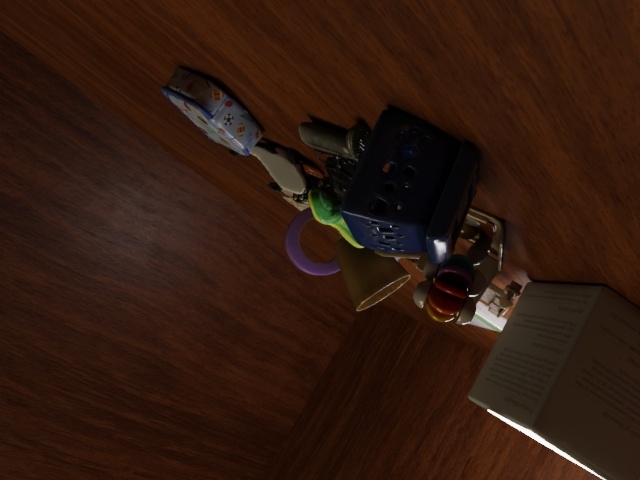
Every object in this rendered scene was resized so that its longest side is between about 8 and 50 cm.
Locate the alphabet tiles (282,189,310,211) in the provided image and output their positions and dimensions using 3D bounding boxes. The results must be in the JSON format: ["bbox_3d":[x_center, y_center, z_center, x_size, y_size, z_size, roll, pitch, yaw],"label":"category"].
[{"bbox_3d":[-0.054,-0.147,2.341,0.278,0.021,0.284,36,170,-31],"label":"alphabet tiles"}]

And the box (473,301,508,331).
[{"bbox_3d":[0.657,0.309,2.375,0.232,0.059,0.322,33,173,-12],"label":"box"}]

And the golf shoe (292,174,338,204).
[{"bbox_3d":[-0.003,-0.153,1.859,0.120,0.105,0.272,28,175,-32],"label":"golf shoe"}]

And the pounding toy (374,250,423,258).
[{"bbox_3d":[0.270,-0.020,1.773,0.154,0.155,0.269,3,-177,-3],"label":"pounding toy"}]

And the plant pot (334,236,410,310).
[{"bbox_3d":[0.167,0.095,2.012,0.254,0.237,0.237,57,179,17],"label":"plant pot"}]

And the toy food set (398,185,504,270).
[{"bbox_3d":[0.336,-0.027,1.407,0.306,0.092,0.220,27,171,24],"label":"toy food set"}]

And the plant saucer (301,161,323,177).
[{"bbox_3d":[-0.025,-0.232,1.763,0.083,0.013,0.083,31,172,5],"label":"plant saucer"}]

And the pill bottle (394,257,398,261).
[{"bbox_3d":[0.233,0.055,2.202,0.108,0.108,0.193,24,169,39],"label":"pill bottle"}]

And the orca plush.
[{"bbox_3d":[-0.129,-0.244,1.782,0.287,0.151,0.102,24,-160,28],"label":"orca plush"}]

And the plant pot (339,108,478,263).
[{"bbox_3d":[0.194,-0.091,1.102,0.212,0.236,0.236,21,169,19],"label":"plant pot"}]

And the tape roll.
[{"bbox_3d":[0.000,0.000,2.131,0.274,0.275,0.090,32,172,-6],"label":"tape roll"}]

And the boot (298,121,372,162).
[{"bbox_3d":[0.035,-0.249,1.302,0.208,0.076,0.190,35,172,27],"label":"boot"}]

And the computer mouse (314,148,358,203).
[{"bbox_3d":[0.090,-0.178,1.518,0.188,0.072,0.272,29,159,28],"label":"computer mouse"}]

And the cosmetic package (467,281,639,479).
[{"bbox_3d":[0.675,0.359,1.430,0.327,0.394,0.329,32,172,-9],"label":"cosmetic package"}]

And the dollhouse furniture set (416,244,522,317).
[{"bbox_3d":[0.432,0.158,1.678,0.303,0.174,0.355,34,166,18],"label":"dollhouse furniture set"}]

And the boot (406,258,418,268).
[{"bbox_3d":[0.384,0.080,1.958,0.197,0.073,0.152,40,177,36],"label":"boot"}]

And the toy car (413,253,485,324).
[{"bbox_3d":[0.330,0.112,1.361,0.159,0.182,0.136,21,158,13],"label":"toy car"}]

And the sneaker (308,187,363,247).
[{"bbox_3d":[0.077,-0.088,1.690,0.123,0.110,0.295,-32,131,31],"label":"sneaker"}]

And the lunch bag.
[{"bbox_3d":[-0.327,-0.382,1.637,0.243,0.115,0.303,29,170,32],"label":"lunch bag"}]
